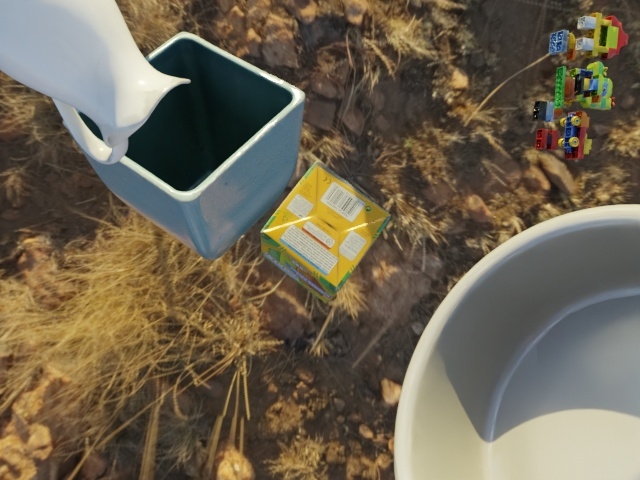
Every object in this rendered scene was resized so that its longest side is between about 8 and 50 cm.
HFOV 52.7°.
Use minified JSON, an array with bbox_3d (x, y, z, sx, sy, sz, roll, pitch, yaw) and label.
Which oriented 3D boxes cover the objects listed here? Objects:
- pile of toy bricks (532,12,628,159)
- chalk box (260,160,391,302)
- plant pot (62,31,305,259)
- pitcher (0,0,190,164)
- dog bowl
[{"bbox_3d":[0.412,-0.229,0.999,0.105,0.118,0.212,3,95,-18],"label":"pile of toy bricks"},{"bbox_3d":[0.000,0.000,1.292,0.180,0.289,0.179,36,77,4],"label":"chalk box"},{"bbox_3d":[-0.187,-0.115,0.997,0.247,0.252,0.248,32,62,21],"label":"plant pot"},{"bbox_3d":[-0.246,-0.174,0.613,0.207,0.125,0.178,45,139,-12],"label":"pitcher"},{"bbox_3d":[0.194,0.132,0.437,0.102,0.349,0.348,28,97,-33],"label":"dog bowl"}]
